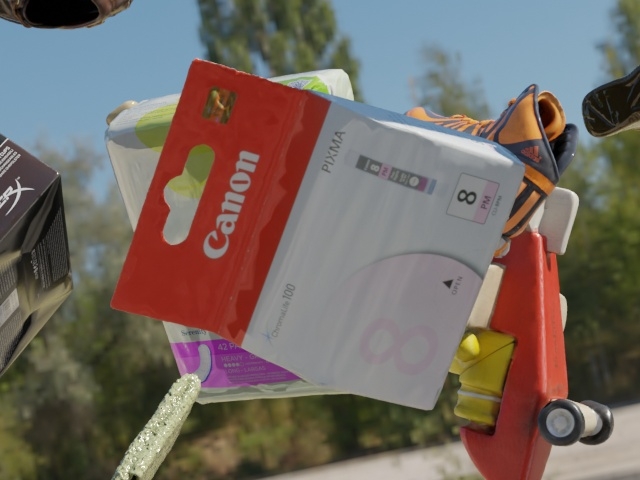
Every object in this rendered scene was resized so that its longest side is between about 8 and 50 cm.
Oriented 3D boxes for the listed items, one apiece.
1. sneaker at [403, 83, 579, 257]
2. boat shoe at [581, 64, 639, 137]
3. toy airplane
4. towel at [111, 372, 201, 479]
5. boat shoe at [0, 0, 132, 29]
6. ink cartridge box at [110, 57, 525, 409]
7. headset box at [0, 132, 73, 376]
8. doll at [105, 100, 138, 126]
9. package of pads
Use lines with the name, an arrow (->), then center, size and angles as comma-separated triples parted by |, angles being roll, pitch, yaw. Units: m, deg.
sneaker -> 0.209, -0.115, 2.029 | 0.180, 0.124, 0.321 | -47, 32, 9
boat shoe -> 0.250, -0.108, 1.235 | 0.045, 0.050, 0.135 | -12, 1, -36
toy airplane -> 0.220, 0.095, 2.222 | 0.272, 0.386, 0.384 | -9, 36, 27
towel -> -0.151, 0.185, 1.446 | 0.148, 0.027, 0.110 | -56, -3, -48
boat shoe -> -0.262, -0.237, 1.631 | 0.207, 0.073, 0.073 | -1, 43, 43
ink cartridge box -> 0.000, 0.000, 1.140 | 0.232, 0.189, 0.066 | 13, 16, -24
headset box -> -0.344, -0.044, 1.325 | 0.110, 0.293, 0.218 | -52, -12, -24
doll -> -0.168, -0.065, 1.754 | 0.046, 0.189, 0.129 | -27, -39, -10
package of pads -> -0.054, 0.001, 1.557 | 0.229, 0.296, 0.101 | -6, 19, 28
